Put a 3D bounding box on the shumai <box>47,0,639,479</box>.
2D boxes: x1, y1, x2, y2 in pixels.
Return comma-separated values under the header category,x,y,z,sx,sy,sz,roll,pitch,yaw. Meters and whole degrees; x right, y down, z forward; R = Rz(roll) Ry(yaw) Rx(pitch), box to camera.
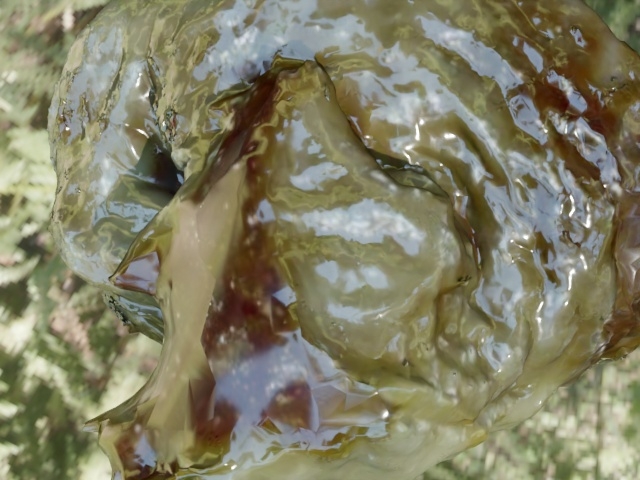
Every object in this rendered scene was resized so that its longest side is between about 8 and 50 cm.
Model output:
category,x,y,z,sx,sy,sz,roll,pitch,yaw
shumai,0.010,-0.002,0.340,0.139,0.105,0.123,0,115,-9
